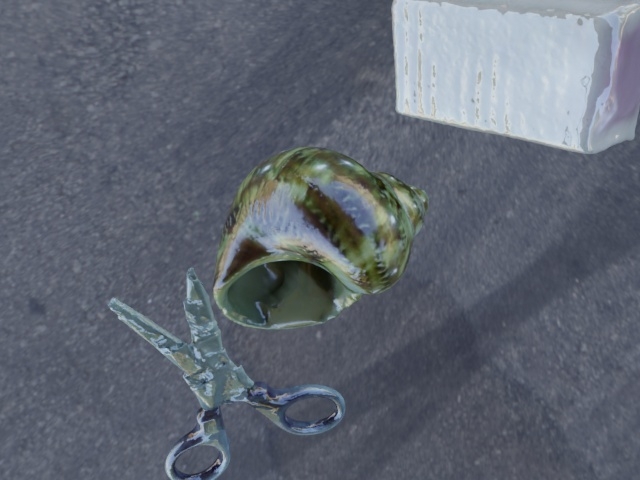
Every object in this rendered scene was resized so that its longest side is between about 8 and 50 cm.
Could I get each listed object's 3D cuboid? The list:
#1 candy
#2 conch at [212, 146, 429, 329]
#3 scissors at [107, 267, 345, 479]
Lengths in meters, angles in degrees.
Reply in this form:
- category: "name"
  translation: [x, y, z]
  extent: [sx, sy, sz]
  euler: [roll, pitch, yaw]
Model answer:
- category: "candy"
  translation: [0.273, -0.254, 1.292]
  extent: [0.358, 0.145, 0.208]
  euler: [21, 122, 39]
- category: "conch"
  translation: [0.001, -0.002, 0.825]
  extent: [0.181, 0.124, 0.187]
  euler: [7, 141, 7]
- category: "scissors"
  translation: [-0.133, 0.171, 1.132]
  extent: [0.256, 0.029, 0.383]
  euler: [-25, 135, 2]
